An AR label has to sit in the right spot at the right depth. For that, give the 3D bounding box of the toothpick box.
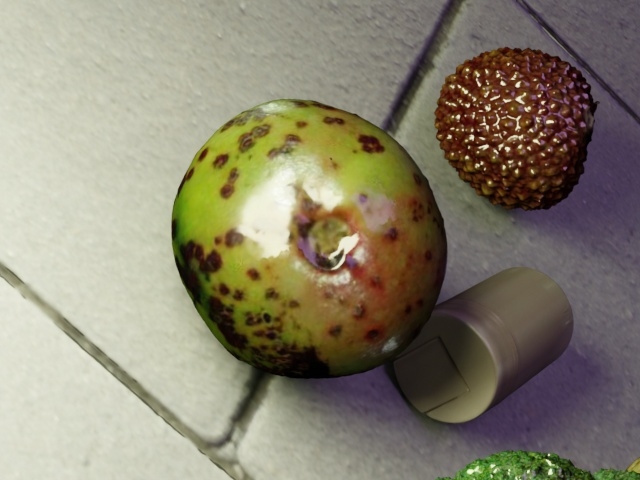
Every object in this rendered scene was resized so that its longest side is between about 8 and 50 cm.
[{"bbox_3d":[0.160,0.098,1.650,0.111,0.111,0.180,56,35,6],"label":"toothpick box"}]

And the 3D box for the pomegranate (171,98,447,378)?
[{"bbox_3d":[-0.008,-0.015,1.488,0.242,0.242,0.306,43,16,-12],"label":"pomegranate"}]

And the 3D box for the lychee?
[{"bbox_3d":[0.210,-0.123,1.852,0.188,0.188,0.188,29,41,-29],"label":"lychee"}]

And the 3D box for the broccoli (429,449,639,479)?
[{"bbox_3d":[0.156,0.306,1.344,0.304,0.321,0.283,-17,100,-42],"label":"broccoli"}]

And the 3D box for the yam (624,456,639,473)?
[{"bbox_3d":[0.428,0.328,1.787,0.299,0.066,0.066,39,37,-17],"label":"yam"}]
